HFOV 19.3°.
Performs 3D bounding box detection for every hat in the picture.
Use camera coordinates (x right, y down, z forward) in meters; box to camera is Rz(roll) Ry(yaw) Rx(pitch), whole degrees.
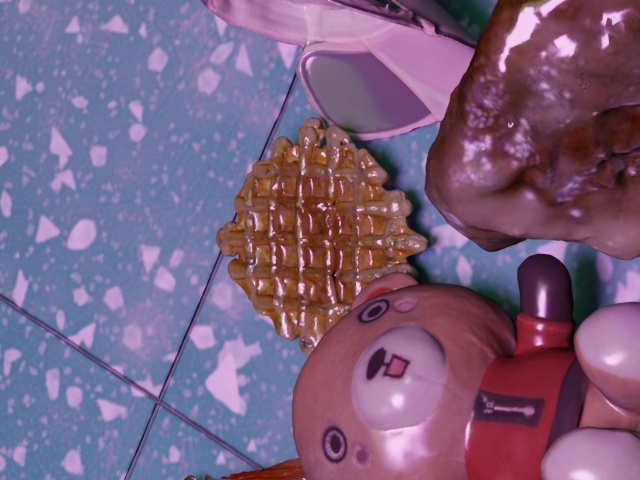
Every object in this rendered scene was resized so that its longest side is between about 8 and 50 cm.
[{"bbox_3d":[0.025,-0.204,1.473,0.275,0.232,0.161,37,78,20],"label":"hat"}]

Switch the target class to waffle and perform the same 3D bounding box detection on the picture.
[{"bbox_3d":[0.000,0.000,1.523,0.183,0.036,0.169,46,114,24],"label":"waffle"}]

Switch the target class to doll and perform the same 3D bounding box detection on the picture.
[{"bbox_3d":[0.127,0.127,1.353,0.330,0.174,0.235,3,70,38],"label":"doll"}]

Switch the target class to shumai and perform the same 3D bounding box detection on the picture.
[{"bbox_3d":[0.293,-0.071,1.197,0.323,0.324,0.397,48,113,14],"label":"shumai"}]

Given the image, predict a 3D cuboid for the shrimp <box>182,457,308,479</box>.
[{"bbox_3d":[-0.011,0.228,1.497,0.267,0.061,0.145,14,82,39],"label":"shrimp"}]
